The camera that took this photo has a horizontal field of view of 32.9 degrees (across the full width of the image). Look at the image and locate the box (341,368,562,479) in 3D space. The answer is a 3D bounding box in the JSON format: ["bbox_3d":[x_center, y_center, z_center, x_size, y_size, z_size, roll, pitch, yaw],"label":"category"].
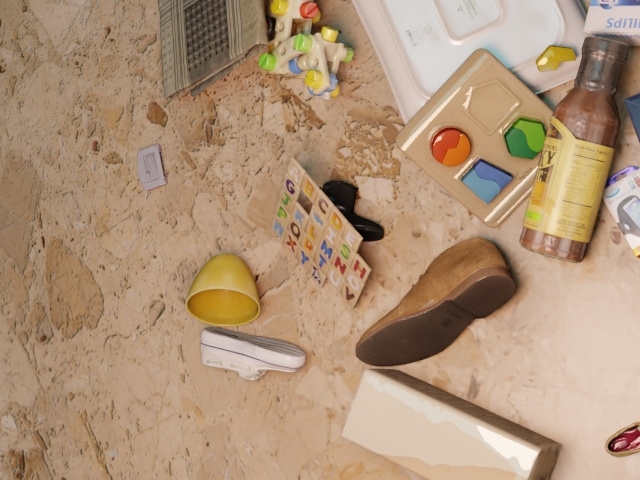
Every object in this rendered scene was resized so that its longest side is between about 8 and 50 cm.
[{"bbox_3d":[0.207,0.317,1.727,0.311,0.148,0.121,22,94,28],"label":"box"}]

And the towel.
[{"bbox_3d":[-0.201,-0.446,2.019,0.312,0.056,0.324,-19,70,45],"label":"towel"}]

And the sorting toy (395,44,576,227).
[{"bbox_3d":[0.302,-0.195,1.744,0.229,0.041,0.307,40,104,-11],"label":"sorting toy"}]

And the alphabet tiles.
[{"bbox_3d":[0.000,0.000,1.869,0.237,0.009,0.198,51,147,22],"label":"alphabet tiles"}]

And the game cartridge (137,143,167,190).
[{"bbox_3d":[-0.330,-0.141,2.117,0.056,0.017,0.083,-17,76,20],"label":"game cartridge"}]

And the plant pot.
[{"bbox_3d":[-0.173,0.082,1.961,0.134,0.134,0.095,-16,52,23],"label":"plant pot"}]

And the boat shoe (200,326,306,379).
[{"bbox_3d":[-0.121,0.213,1.944,0.226,0.083,0.076,12,101,38],"label":"boat shoe"}]

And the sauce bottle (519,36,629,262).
[{"bbox_3d":[0.403,-0.142,1.692,0.111,0.111,0.344,17,96,27],"label":"sauce bottle"}]

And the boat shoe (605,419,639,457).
[{"bbox_3d":[0.495,0.295,1.643,0.135,0.045,0.050,-32,71,19],"label":"boat shoe"}]

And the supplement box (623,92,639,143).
[{"bbox_3d":[0.514,-0.183,1.672,0.056,0.083,0.083,-21,75,22],"label":"supplement box"}]

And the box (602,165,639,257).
[{"bbox_3d":[0.498,-0.051,1.696,0.081,0.028,0.136,-33,73,19],"label":"box"}]

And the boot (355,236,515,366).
[{"bbox_3d":[0.184,0.107,1.808,0.305,0.112,0.115,-34,40,23],"label":"boot"}]

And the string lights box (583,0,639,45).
[{"bbox_3d":[0.512,-0.438,1.690,0.133,0.076,0.260,13,89,45],"label":"string lights box"}]

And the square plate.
[{"bbox_3d":[0.245,-0.378,1.786,0.344,0.049,0.347,-24,83,9],"label":"square plate"}]

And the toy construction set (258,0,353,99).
[{"bbox_3d":[-0.012,-0.414,1.921,0.215,0.151,0.328,10,79,51],"label":"toy construction set"}]

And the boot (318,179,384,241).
[{"bbox_3d":[0.053,-0.052,1.898,0.121,0.045,0.099,6,59,-4],"label":"boot"}]
